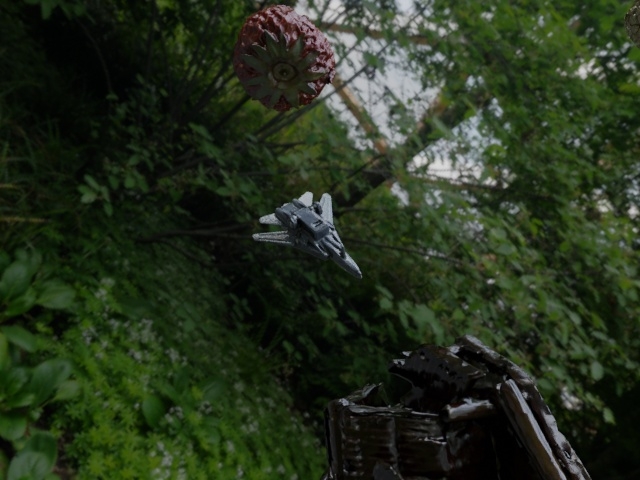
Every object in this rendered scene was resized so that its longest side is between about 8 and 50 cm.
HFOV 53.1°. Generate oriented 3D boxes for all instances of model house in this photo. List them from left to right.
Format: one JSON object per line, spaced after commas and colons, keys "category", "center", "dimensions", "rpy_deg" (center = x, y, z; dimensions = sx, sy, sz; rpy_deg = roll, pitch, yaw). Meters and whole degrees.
{"category": "model house", "center": [0.105, 0.273, 0.631], "dimensions": [0.297, 0.283, 0.317], "rpy_deg": [173, -88, -71]}

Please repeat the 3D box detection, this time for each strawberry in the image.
{"category": "strawberry", "center": [-0.075, -0.389, 1.294], "dimensions": [0.205, 0.205, 0.244], "rpy_deg": [48, 24, -33]}

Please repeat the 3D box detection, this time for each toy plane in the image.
{"category": "toy plane", "center": [-0.001, -0.009, 1.370], "dimensions": [0.267, 0.212, 0.088], "rpy_deg": [39, -30, 40]}

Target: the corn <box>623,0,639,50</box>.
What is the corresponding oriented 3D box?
{"category": "corn", "center": [0.533, -0.280, 0.943], "dimensions": [0.211, 0.087, 0.087], "rpy_deg": [64, 10, 24]}
